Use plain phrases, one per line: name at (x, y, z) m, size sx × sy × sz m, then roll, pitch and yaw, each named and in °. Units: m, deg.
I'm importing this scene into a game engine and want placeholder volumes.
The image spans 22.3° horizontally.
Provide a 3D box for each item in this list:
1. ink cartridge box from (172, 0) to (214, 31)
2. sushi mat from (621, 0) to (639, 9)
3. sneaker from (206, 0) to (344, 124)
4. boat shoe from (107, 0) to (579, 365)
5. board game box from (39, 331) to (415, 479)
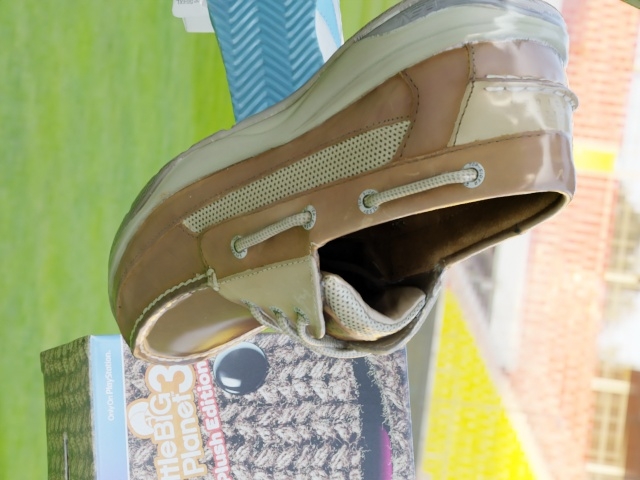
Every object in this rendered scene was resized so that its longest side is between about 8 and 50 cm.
ink cartridge box at (-0.071, -0.251, 1.460) m, size 0.143 × 0.092 × 0.090 m, roll -59°, pitch 143°, yaw -47°
sushi mat at (0.250, -0.276, 1.319) m, size 0.316 × 0.019 × 0.151 m, roll 39°, pitch -69°, yaw 49°
sneaker at (-0.026, -0.126, 1.009) m, size 0.092 × 0.087 × 0.229 m, roll 76°, pitch 9°, yaw -75°
boat shoe at (0.000, 0.000, 0.805) m, size 0.324 × 0.123 × 0.116 m, roll -37°, pitch -123°, yaw 43°
board game box at (-0.078, 0.198, 1.393) m, size 0.141 × 0.291 × 0.232 m, roll -21°, pitch -108°, yaw 62°
